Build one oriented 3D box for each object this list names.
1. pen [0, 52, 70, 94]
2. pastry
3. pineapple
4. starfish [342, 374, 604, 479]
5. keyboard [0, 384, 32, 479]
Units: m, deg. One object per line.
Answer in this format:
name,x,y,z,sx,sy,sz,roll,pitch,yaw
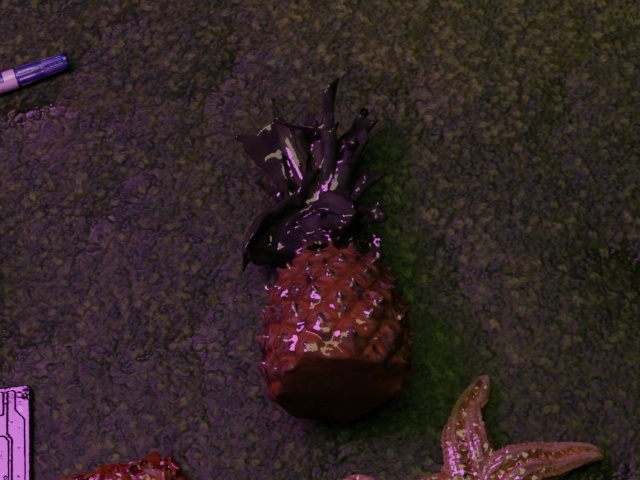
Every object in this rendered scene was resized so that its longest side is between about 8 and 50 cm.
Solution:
pen,-0.374,-0.166,1.693,0.204,0.025,0.025,-21,62,-8
pastry,-0.201,0.243,1.433,0.169,0.063,0.087,-16,63,-8
pineapple,-0.002,0.002,1.521,0.165,0.165,0.365,-8,53,-1
starfish,0.155,0.235,1.431,0.277,0.062,0.236,14,58,16
keyboard,-0.305,0.214,1.488,0.053,0.010,0.155,-6,62,1
